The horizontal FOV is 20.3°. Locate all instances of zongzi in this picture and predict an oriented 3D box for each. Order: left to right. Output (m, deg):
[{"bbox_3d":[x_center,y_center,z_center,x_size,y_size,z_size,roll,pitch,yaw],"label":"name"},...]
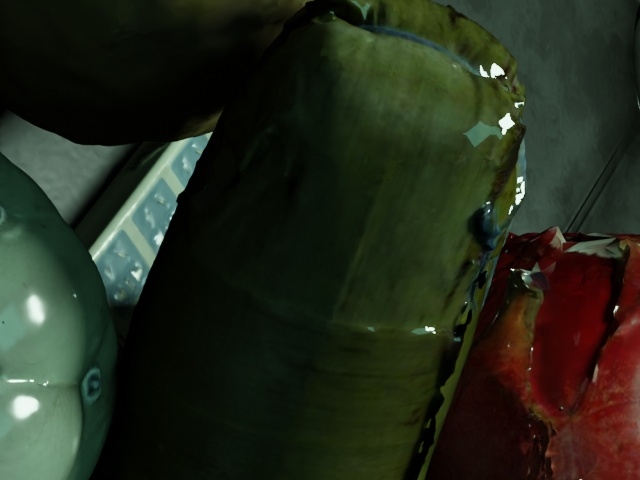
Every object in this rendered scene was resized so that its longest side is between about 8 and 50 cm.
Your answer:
[{"bbox_3d":[0.000,0.000,1.004,0.393,0.174,0.356,-81,-170,-66],"label":"zongzi"}]

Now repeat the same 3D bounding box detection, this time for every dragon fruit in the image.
[{"bbox_3d":[0.195,0.136,1.326,0.296,0.296,0.301,-7,97,-51],"label":"dragon fruit"}]

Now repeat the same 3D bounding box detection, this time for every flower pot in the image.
[{"bbox_3d":[-0.223,0.064,0.860,0.195,0.246,0.246,-41,115,-36],"label":"flower pot"}]

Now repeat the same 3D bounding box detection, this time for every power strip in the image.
[{"bbox_3d":[-0.070,-0.048,1.218,0.106,0.043,0.367,57,45,-28],"label":"power strip"}]

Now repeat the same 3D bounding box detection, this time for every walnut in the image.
[{"bbox_3d":[-0.100,-0.237,0.974,0.381,0.381,0.381,12,75,-49],"label":"walnut"}]

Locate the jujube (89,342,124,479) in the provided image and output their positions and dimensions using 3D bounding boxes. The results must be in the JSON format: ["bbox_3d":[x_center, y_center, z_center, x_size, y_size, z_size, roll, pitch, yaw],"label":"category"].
[{"bbox_3d":[-0.140,0.101,1.080,0.129,0.077,0.077,57,45,-29],"label":"jujube"}]
